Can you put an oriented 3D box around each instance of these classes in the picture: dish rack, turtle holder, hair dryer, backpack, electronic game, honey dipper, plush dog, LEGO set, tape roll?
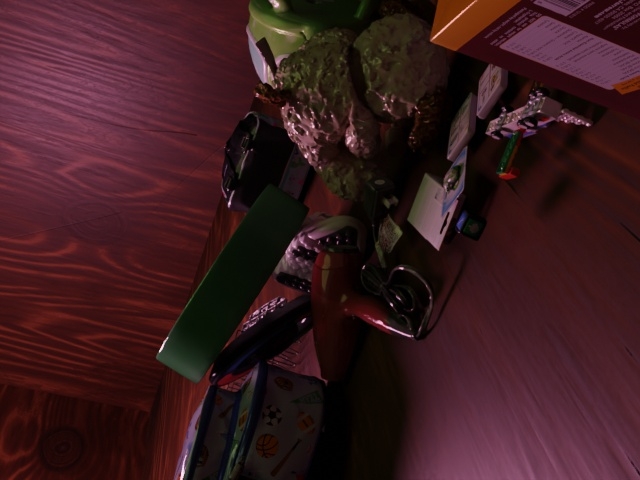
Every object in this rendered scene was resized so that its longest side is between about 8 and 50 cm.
[{"bbox_3d":[-0.109,0.243,1.289,0.208,0.074,0.272,-33,39,50],"label":"dish rack"},{"bbox_3d":[-0.006,-0.357,1.322,0.320,0.243,0.227,42,135,39],"label":"turtle holder"},{"bbox_3d":[0.043,0.082,0.916,0.293,0.080,0.224,109,158,-44],"label":"hair dryer"},{"bbox_3d":[-0.091,0.301,0.992,0.263,0.213,0.276,-66,11,-7],"label":"backpack"},{"bbox_3d":[-0.074,0.156,1.098,0.048,0.229,0.229,53,145,12],"label":"electronic game"},{"bbox_3d":[-0.130,-0.173,1.590,0.225,0.191,0.253,-69,23,11],"label":"backpack"},{"bbox_3d":[0.108,-0.182,1.055,0.161,0.030,0.030,-89,21,-48],"label":"honey dipper"},{"bbox_3d":[0.057,-0.207,0.913,0.225,0.210,0.262,-19,74,25],"label":"plush dog"},{"bbox_3d":[0.186,-0.109,0.710,0.244,0.060,0.182,-74,9,-46],"label":"LEGO set"},{"bbox_3d":[-0.134,0.065,1.090,0.321,0.077,0.321,-57,5,7],"label":"tape roll"}]

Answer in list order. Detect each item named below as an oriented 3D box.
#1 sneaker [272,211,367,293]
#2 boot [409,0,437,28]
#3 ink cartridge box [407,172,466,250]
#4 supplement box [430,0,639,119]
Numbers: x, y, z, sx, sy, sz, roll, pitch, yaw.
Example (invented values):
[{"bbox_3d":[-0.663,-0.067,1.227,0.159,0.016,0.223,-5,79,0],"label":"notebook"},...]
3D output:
[{"bbox_3d":[0.000,0.000,1.142,0.292,0.110,0.118,-36,32,66],"label":"sneaker"},{"bbox_3d":[0.100,-0.297,1.108,0.213,0.077,0.165,-53,13,25],"label":"boot"},{"bbox_3d":[0.137,-0.032,0.805,0.115,0.029,0.063,-118,45,-67],"label":"ink cartridge box"},{"bbox_3d":[0.200,-0.174,0.399,0.191,0.194,0.129,158,126,-72],"label":"supplement box"}]
